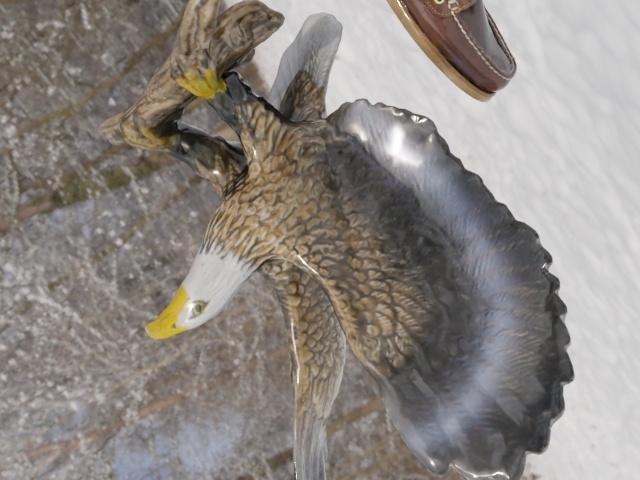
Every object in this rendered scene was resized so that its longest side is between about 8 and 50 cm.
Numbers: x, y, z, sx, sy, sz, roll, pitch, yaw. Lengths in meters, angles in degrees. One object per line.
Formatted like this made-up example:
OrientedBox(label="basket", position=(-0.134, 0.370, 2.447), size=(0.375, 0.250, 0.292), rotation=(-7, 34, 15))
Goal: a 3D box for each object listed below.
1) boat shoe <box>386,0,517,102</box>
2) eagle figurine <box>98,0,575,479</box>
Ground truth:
OrientedBox(label="boat shoe", position=(0.079, -0.193, 0.572), size=(0.207, 0.073, 0.073), rotation=(45, -146, -15))
OrientedBox(label="eagle figurine", position=(-0.008, 0.008, 0.506), size=(0.298, 0.225, 0.226), rotation=(48, -173, -9))
